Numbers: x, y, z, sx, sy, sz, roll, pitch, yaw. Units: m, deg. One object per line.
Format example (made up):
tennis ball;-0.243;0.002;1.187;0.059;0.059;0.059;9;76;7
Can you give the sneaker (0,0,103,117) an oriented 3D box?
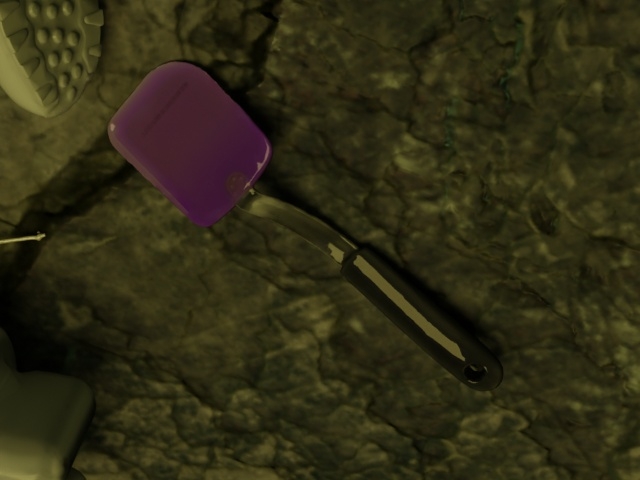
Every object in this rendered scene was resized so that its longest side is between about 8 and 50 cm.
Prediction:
sneaker;-0.206;-0.177;0.915;0.094;0.090;0.235;-8;115;31

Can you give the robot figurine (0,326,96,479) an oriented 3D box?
robot figurine;-0.331;0.133;1.040;0.353;0.200;0.300;7;110;3

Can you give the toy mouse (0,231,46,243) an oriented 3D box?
toy mouse;-0.288;-0.008;1.054;0.161;0.031;0.143;-33;109;27

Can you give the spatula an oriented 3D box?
spatula;0.000;0.000;0.995;0.296;0.030;0.084;37;119;-10
